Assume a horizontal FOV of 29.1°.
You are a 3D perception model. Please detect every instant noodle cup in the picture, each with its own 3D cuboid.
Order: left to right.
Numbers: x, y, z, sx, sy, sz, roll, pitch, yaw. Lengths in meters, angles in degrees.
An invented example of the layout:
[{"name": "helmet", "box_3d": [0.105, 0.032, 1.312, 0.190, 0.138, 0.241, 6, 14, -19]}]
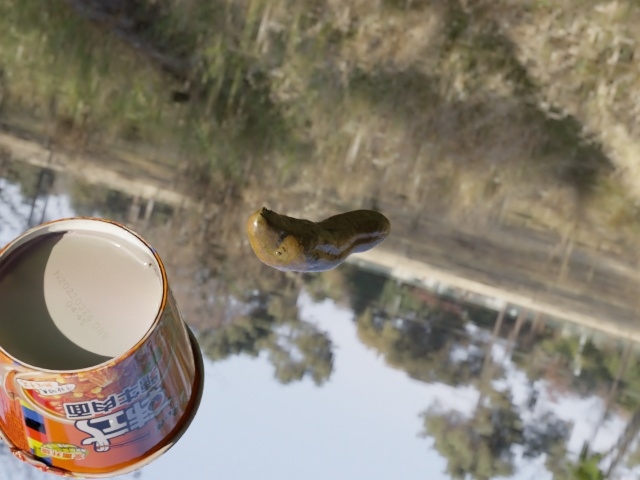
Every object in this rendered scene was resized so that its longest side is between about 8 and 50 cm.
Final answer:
[{"name": "instant noodle cup", "box_3d": [-0.256, 0.108, 1.333, 0.250, 0.250, 0.192, 17, 147, 11]}]

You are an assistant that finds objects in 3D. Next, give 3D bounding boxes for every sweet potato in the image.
[{"name": "sweet potato", "box_3d": [-0.001, 0.001, 1.091, 0.182, 0.053, 0.054, -4, -118, -48]}]
